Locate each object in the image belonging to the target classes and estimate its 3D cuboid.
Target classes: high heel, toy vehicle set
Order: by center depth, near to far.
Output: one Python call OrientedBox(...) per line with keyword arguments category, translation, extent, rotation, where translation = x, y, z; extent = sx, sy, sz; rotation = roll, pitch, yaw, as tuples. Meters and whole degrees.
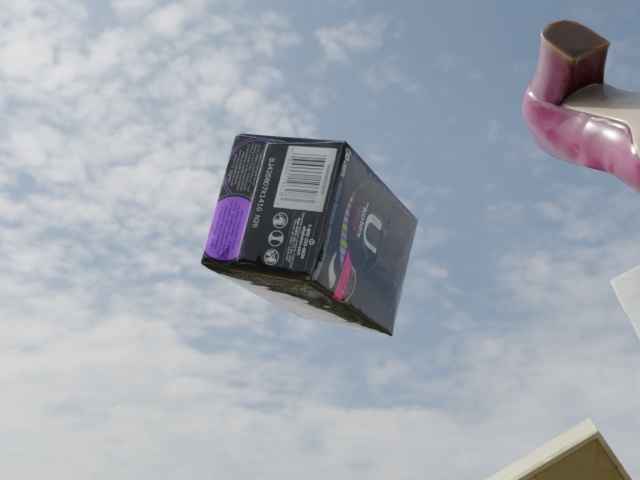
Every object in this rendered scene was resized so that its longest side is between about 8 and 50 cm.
OrientedBox(category="high heel", translation=(0.365, -0.088, 1.001), extent=(0.127, 0.377, 0.181), rotation=(-19, -40, -9))
OrientedBox(category="toy vehicle set", translation=(0.255, 0.349, 1.048), extent=(0.267, 0.035, 0.166), rotation=(-33, -77, 7))

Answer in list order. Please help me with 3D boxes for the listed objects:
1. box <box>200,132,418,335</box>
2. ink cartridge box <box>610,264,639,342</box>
OrientedBox(category="box", translation=(0.000, 0.000, 1.054), extent=(0.143, 0.165, 0.270), rotation=(8, -14, 27))
OrientedBox(category="ink cartridge box", translation=(0.465, 0.141, 1.099), extent=(0.078, 0.134, 0.231), rotation=(-31, -57, 19))
